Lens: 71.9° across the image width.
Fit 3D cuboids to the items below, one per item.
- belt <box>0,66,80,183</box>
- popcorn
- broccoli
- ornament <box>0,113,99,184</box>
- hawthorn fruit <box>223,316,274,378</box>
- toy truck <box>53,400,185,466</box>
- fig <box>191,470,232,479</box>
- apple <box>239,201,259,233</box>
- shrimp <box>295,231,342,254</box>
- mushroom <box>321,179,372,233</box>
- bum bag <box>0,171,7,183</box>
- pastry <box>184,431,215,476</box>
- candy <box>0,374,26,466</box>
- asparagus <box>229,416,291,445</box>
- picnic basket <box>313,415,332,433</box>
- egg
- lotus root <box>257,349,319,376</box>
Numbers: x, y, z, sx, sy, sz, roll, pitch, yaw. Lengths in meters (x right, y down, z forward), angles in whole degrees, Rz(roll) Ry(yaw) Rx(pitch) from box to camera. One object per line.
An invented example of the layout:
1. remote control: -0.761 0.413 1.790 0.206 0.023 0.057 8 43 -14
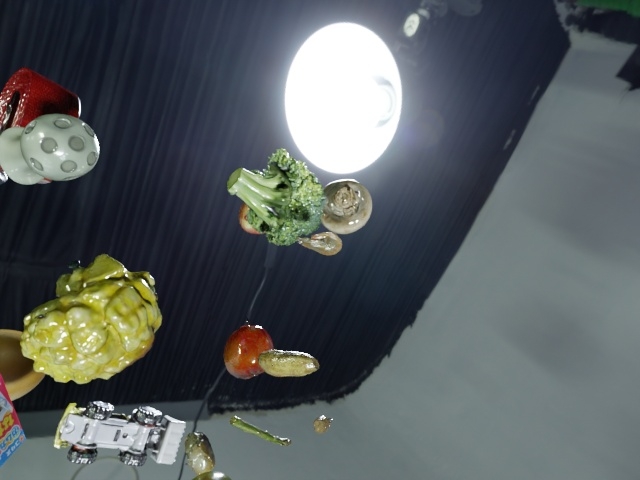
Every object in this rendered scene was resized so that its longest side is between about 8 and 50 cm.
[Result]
1. belt: -0.548 -0.213 0.855 0.127 0.201 0.124 12 -7 33
2. popcorn: -0.356 0.123 0.698 0.170 0.217 0.189 56 37 -30
3. broccoli: -0.117 -0.124 1.241 0.260 0.287 0.235 51 42 -14
4. ornament: -0.311 -0.104 0.508 0.156 0.075 0.081 1 8 39
5. hawthorn fruit: -0.363 0.525 2.198 0.253 0.254 0.301 10 52 -41
6. toy truck: -0.487 0.470 1.082 0.285 0.137 0.111 24 -16 -30
7. fig: -0.368 0.747 1.259 0.258 0.152 0.151 -13 10 12
8. apple: -0.225 -0.098 1.619 0.146 0.131 0.146 5 22 -2
9. shrimp: 0.000 0.000 0.961 0.108 0.059 0.023 22 32 -27
10. mushroom: 0.089 -0.137 1.736 0.226 0.227 0.178 29 -4 19
11. bum bag: -0.831 -0.130 0.996 0.074 0.137 0.310 -8 37 19
12. pastry: -0.424 0.749 1.555 0.153 0.081 0.153 58 -6 9
13. candy: -0.974 0.506 1.252 0.100 0.306 0.157 -2 19 4
14. asparagus: -0.146 0.497 1.133 0.024 0.025 0.248 17 -21 45
15. picnic basket: 0.013 0.771 1.861 0.072 0.072 0.083 29 13 21
16. egg: -1.231 0.479 1.672 0.350 0.283 0.282 -7 27 -23
17. lotus root: -0.134 0.486 1.736 0.258 0.097 0.110 -3 -39 21
